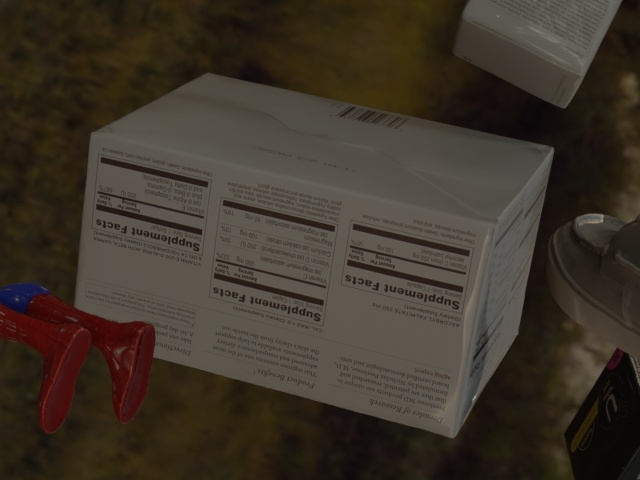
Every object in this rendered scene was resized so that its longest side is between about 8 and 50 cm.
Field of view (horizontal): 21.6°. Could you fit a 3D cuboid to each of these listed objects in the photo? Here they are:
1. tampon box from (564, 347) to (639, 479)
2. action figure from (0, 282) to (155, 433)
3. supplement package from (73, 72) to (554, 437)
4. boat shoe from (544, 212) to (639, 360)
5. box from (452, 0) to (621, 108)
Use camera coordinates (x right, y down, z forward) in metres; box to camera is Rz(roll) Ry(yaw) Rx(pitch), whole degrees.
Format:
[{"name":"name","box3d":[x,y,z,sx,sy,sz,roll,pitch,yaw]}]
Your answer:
[{"name":"tampon box","box3d":[0.293,0.163,1.318,0.101,0.161,0.120,-96,-157,-47]},{"name":"action figure","box3d":[-0.227,0.059,0.803,0.091,0.280,0.139,8,101,-63]},{"name":"supplement package","box3d":[0.000,0.000,1.116,0.204,0.262,0.145,-42,143,-66]},{"name":"boat shoe","box3d":[0.146,0.018,0.673,0.184,0.066,0.063,-121,-145,-65]},{"name":"box","box3d":[0.161,-0.166,1.238,0.087,0.102,0.101,-61,176,-8]}]
